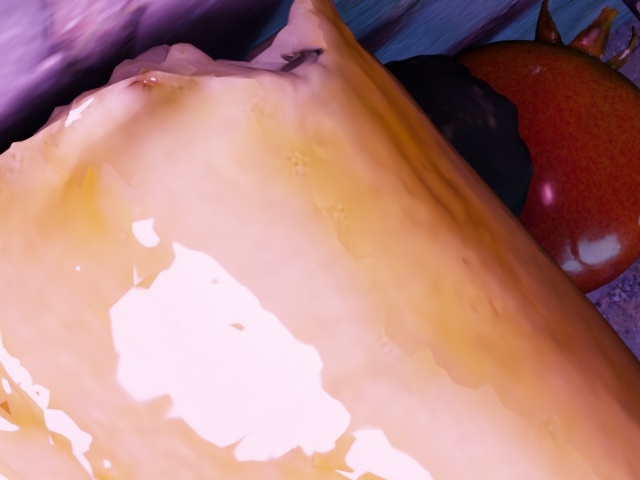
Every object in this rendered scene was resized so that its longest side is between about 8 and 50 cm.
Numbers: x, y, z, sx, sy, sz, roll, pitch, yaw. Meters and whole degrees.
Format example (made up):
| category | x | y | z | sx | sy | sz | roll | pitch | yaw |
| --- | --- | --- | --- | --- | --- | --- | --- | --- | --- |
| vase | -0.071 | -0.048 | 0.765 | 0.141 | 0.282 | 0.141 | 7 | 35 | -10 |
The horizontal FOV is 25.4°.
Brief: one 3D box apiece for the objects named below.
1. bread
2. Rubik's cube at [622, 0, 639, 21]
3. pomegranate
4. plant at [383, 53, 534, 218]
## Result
| category | x | y | z | sx | sy | sz | roll | pitch | yaw |
| --- | --- | --- | --- | --- | --- | --- | --- | --- | --- |
| bread | -0.024 | 0.148 | 0.532 | 0.361 | 0.394 | 0.250 | -40 | -170 | 12 |
| Rubik's cube | 0.498 | -0.242 | 1.245 | 0.307 | 0.310 | 0.305 | -38 | 179 | -22 |
| pomegranate | 0.177 | -0.071 | 1.144 | 0.221 | 0.221 | 0.257 | 119 | -4 | -84 |
| plant | 0.000 | 0.000 | 0.728 | 0.256 | 0.142 | 0.164 | -32 | 175 | -23 |
